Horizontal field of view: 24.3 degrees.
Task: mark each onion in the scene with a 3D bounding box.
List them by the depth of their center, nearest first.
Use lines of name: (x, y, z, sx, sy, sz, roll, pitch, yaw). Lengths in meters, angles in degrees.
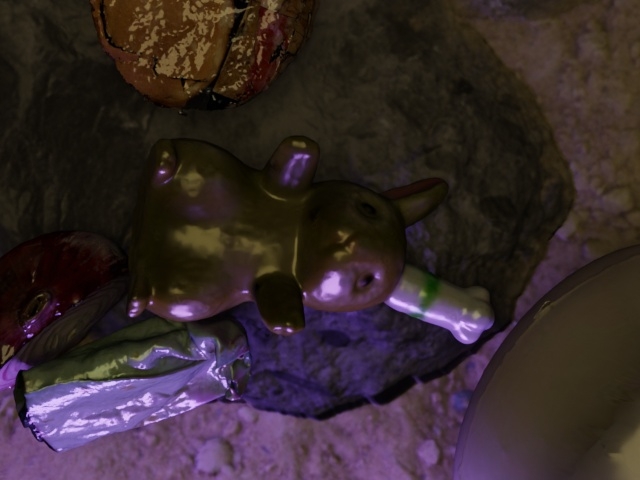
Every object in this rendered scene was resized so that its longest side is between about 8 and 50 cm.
onion: (-0.285, 0.058, 1.446, 0.206, 0.151, 0.098, -38, 77, -6)

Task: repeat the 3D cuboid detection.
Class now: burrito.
burrito: (-0.179, 0.131, 1.453, 0.229, 0.144, 0.089, -18, 65, -2)

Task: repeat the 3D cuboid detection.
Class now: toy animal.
toy animal: (-0.008, -0.001, 1.399, 0.363, 0.180, 0.181, 5, 88, 2)

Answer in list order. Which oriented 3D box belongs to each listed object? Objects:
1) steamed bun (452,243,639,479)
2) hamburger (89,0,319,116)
steamed bun: (0.295, 0.183, 1.318, 0.334, 0.334, 0.374, 38, 94, 2)
hamburger: (-0.114, -0.231, 1.435, 0.231, 0.107, 0.230, 1, 95, 8)
